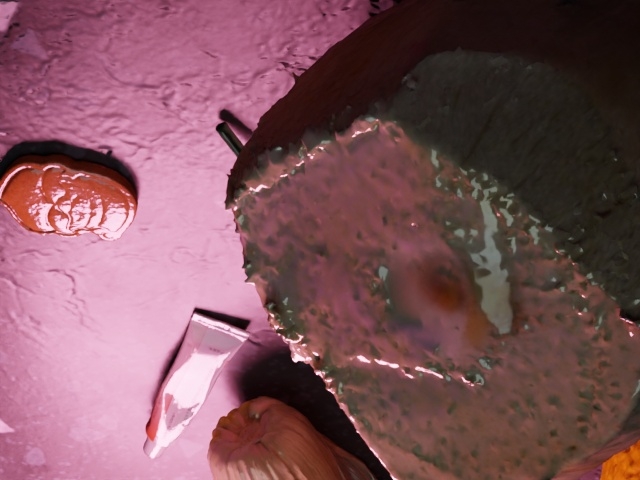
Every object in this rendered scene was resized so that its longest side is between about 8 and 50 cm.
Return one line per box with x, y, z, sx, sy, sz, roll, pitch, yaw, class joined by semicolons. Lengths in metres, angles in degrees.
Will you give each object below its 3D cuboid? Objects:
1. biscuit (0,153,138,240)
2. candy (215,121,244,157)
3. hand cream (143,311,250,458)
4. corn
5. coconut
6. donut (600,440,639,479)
-0.232;-0.037;1.757;0.130;0.019;0.102;10;137;-5;biscuit
0.000;0.000;1.752;0.091;0.083;0.305;-20;125;27;candy
-0.138;0.149;1.954;0.052;0.038;0.216;-1;139;-32;hand cream
-0.013;0.283;2.023;0.122;0.123;0.305;-18;135;21;corn
0.159;-0.026;1.508;0.404;0.405;0.405;2;139;2;coconut
0.468;0.230;1.827;0.435;0.163;0.377;-5;158;14;donut
